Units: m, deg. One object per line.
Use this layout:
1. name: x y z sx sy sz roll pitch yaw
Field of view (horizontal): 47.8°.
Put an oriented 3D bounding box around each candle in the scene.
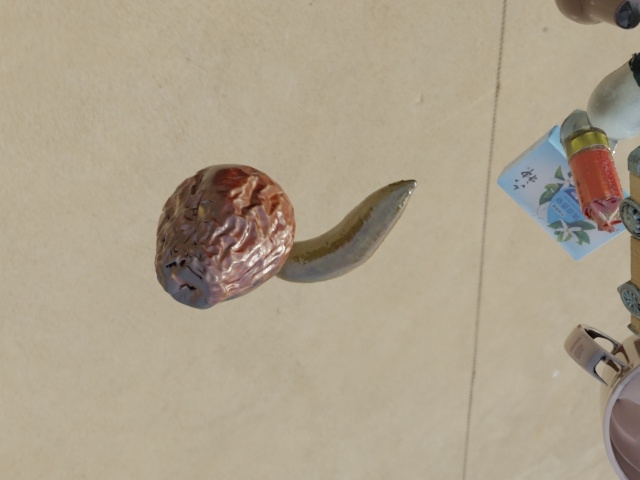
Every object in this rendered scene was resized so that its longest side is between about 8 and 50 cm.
1. candle: 0.317 -0.065 0.827 0.052 0.130 0.052 -3 150 -2

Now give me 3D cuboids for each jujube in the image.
1. jujube: -0.123 -0.002 0.889 0.168 0.236 0.168 7 119 12

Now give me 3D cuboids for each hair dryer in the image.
1. hair dryer: 0.665 -0.527 1.451 0.341 0.312 0.123 -20 118 2

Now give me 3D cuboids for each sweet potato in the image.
1. sweet potato: -0.002 0.008 1.073 0.346 0.108 0.079 -16 168 26

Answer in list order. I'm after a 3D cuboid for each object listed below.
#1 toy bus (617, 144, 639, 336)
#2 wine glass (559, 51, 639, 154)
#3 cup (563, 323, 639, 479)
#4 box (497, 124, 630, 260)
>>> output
1. toy bus: 0.283 0.010 0.522 0.091 0.103 0.182 -25 128 -8
2. wine glass: 0.441 -0.194 1.059 0.103 0.103 0.222 -25 169 -13
3. cup: 0.412 0.186 0.884 0.191 0.253 0.200 -59 169 14
4. box: 0.480 -0.090 1.405 0.142 0.232 0.083 -45 -178 44
